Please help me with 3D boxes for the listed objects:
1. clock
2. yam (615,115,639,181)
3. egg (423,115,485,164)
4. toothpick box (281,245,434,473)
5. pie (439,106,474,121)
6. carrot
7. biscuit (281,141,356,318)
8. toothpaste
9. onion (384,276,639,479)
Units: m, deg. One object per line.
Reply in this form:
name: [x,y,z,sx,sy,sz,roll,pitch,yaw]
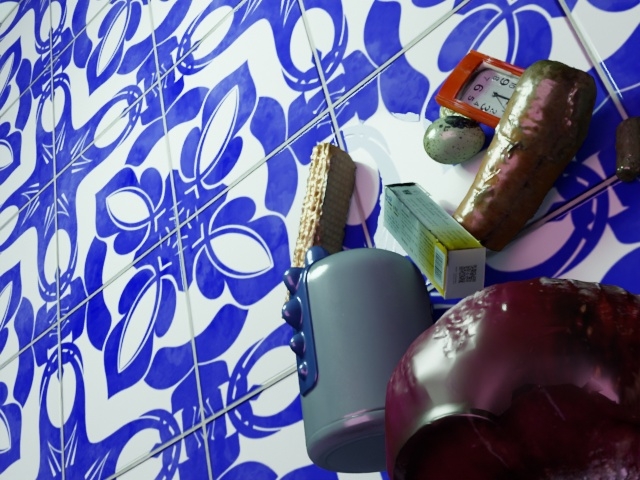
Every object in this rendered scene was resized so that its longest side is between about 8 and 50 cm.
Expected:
clock: [0.291,-0.247,1.394,0.155,0.061,0.113,33,82,38]
yam: [0.457,-0.135,1.208,0.043,0.043,0.094,-14,63,40]
egg: [0.230,-0.174,1.412,0.110,0.085,0.085,-7,68,40]
toothpick box: [0.063,0.165,1.300,0.263,0.263,0.354,-31,52,31]
pie: [0.248,-0.230,1.468,0.085,0.017,0.085,-17,61,35]
carrot: [0.321,-0.134,1.279,0.138,0.139,0.301,49,117,44]
biscuit: [0.000,0.000,1.554,0.054,0.094,0.378,-1,72,37]
toothpaste: [0.171,-0.008,1.312,0.313,0.071,0.089,-122,28,-64]
onion: [0.279,0.191,1.016,0.398,0.398,0.420,-38,16,26]
